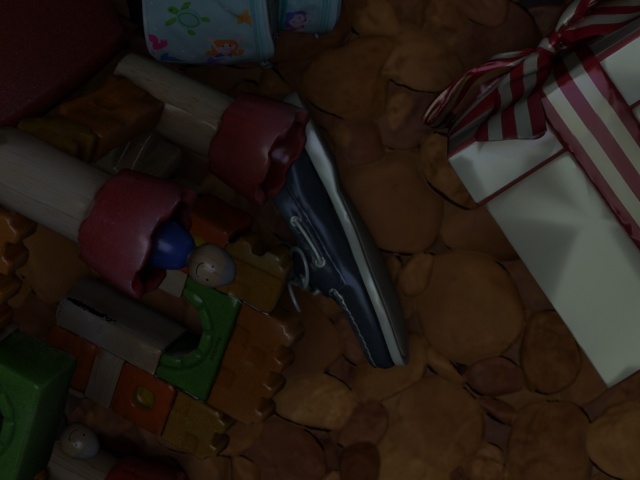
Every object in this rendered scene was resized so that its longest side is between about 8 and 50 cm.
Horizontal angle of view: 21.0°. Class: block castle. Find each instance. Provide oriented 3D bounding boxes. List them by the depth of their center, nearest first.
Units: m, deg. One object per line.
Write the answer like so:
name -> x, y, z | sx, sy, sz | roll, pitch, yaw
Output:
block castle -> -0.162, 0.103, 1.366 | 0.213, 0.303, 0.453 | 26, 117, 12

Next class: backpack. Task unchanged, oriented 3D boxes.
backpack -> -0.073, -0.245, 1.350 | 0.191, 0.253, 0.225 | 0, 101, 5

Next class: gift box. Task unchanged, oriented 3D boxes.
gift box -> 0.250, -0.069, 1.356 | 0.255, 0.276, 0.258 | -34, 96, 5

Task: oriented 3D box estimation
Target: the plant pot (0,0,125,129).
plant pot -> -0.317, -0.182, 1.362 | 0.236, 0.267, 0.267 | -27, 98, -35

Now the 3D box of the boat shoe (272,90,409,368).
boat shoe -> 0.000, 0.000, 1.476 | 0.079, 0.095, 0.254 | -24, 97, 8
